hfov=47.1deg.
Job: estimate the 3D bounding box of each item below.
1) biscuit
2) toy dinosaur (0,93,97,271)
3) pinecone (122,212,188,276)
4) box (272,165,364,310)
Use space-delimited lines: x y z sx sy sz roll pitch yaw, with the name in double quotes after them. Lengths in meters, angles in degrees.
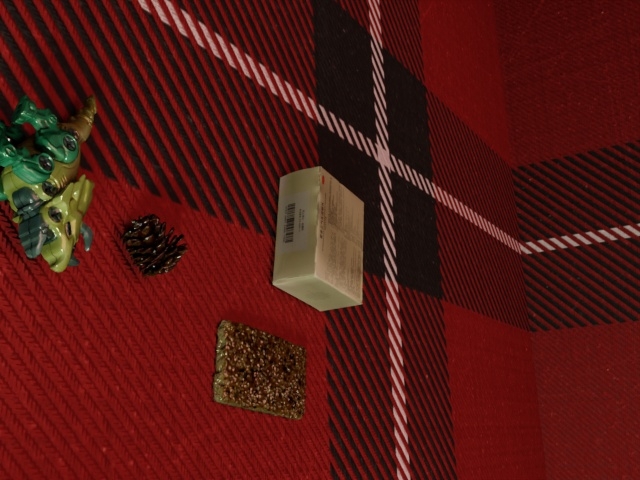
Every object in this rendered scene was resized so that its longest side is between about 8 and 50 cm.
-0.088 0.209 1.168 0.231 0.025 0.131 30 55 -53 "biscuit"
-0.310 -0.098 0.833 0.153 0.094 0.259 45 36 -44 "toy dinosaur"
-0.219 0.006 0.962 0.083 0.077 0.077 55 37 -29 "pinecone"
0.000 0.000 1.320 0.168 0.095 0.212 37 49 -51 "box"
